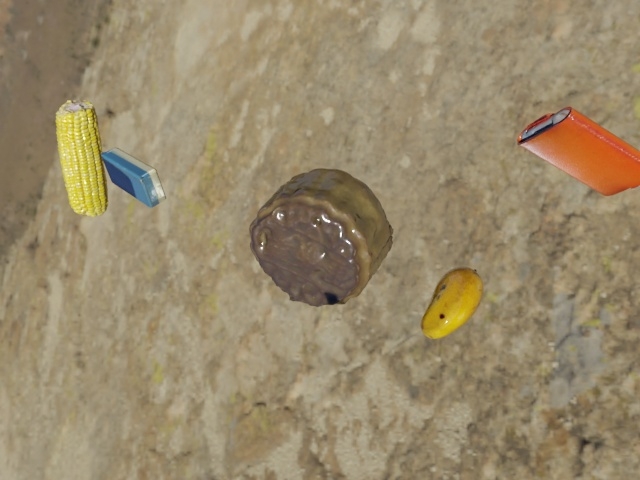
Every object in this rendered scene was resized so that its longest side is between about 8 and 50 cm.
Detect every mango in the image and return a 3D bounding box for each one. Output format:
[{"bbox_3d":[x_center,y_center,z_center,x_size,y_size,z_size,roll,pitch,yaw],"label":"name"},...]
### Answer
[{"bbox_3d":[0.275,0.126,1.611,0.115,0.090,0.178,-30,16,49],"label":"mango"}]

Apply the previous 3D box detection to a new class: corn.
[{"bbox_3d":[-0.454,-0.151,1.491,0.081,0.081,0.248,-120,26,-46],"label":"corn"}]

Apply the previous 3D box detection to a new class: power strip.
[{"bbox_3d":[-0.279,-0.096,1.159,0.123,0.032,0.056,29,143,40],"label":"power strip"}]

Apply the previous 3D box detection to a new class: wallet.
[{"bbox_3d":[0.457,-0.150,1.332,0.142,0.204,0.045,-29,37,64],"label":"wallet"}]

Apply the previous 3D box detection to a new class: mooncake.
[{"bbox_3d":[-0.001,-0.001,1.855,0.324,0.324,0.187,-49,2,39],"label":"mooncake"}]
